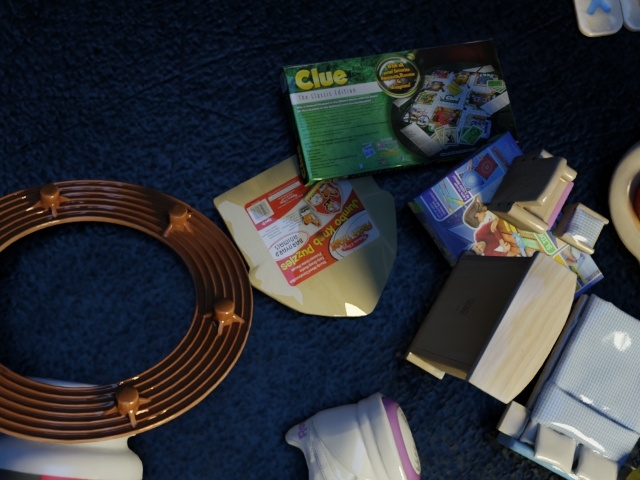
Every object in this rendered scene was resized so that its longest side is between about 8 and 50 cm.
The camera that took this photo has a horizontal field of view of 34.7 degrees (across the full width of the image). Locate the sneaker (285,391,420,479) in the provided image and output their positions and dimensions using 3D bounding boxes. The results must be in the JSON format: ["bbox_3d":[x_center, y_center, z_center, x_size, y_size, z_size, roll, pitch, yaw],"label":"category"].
[{"bbox_3d":[0.047,0.320,1.075,0.152,0.114,0.305,-14,82,9],"label":"sneaker"}]

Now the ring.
[{"bbox_3d":[-0.234,0.050,1.017,0.337,0.032,0.336,5,47,-6],"label":"ring"}]

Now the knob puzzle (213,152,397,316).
[{"bbox_3d":[0.000,0.000,1.141,0.213,0.030,0.213,3,79,-14],"label":"knob puzzle"}]

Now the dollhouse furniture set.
[{"bbox_3d":[0.293,0.102,1.047,0.303,0.198,0.286,31,84,-11],"label":"dollhouse furniture set"}]

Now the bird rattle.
[{"bbox_3d":[0.407,-0.055,1.119,0.143,0.207,0.253,-32,97,-48],"label":"bird rattle"}]

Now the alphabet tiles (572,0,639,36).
[{"bbox_3d":[0.375,-0.390,1.255,0.284,0.021,0.278,-7,82,-7],"label":"alphabet tiles"}]

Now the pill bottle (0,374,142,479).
[{"bbox_3d":[-0.262,0.279,1.002,0.161,0.161,0.283,7,81,-5],"label":"pill bottle"}]

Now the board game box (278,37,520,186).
[{"bbox_3d":[0.091,-0.148,1.162,0.260,0.030,0.136,-10,85,-16],"label":"board game box"}]

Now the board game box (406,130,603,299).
[{"bbox_3d":[0.208,-0.002,1.148,0.136,0.035,0.201,-35,97,-11],"label":"board game box"}]
